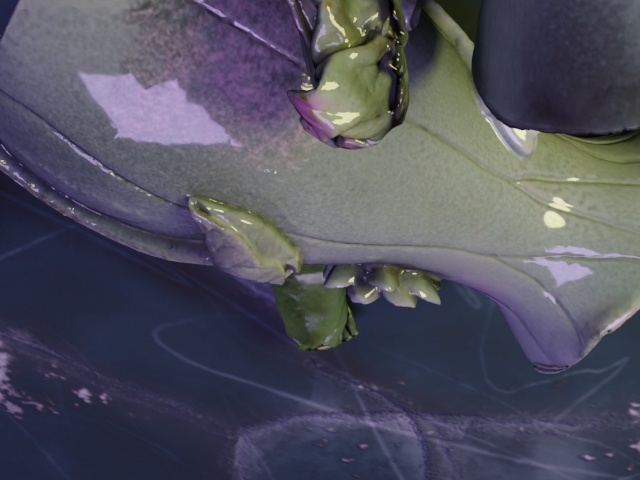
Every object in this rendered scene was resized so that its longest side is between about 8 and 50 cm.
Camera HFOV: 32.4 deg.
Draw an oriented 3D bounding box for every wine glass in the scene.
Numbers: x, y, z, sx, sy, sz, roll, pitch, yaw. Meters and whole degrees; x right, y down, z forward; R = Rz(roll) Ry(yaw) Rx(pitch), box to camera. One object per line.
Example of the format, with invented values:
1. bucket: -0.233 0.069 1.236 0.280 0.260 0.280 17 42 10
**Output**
1. wine glass: 0.099 -0.272 0.470 0.267 0.267 0.406 -17 125 31

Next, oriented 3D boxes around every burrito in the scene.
1. burrito: 0.000 0.000 0.928 0.104 0.054 0.288 2 135 12
2. burrito: -0.011 -0.193 0.561 0.066 0.309 0.096 -12 166 3

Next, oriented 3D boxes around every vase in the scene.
1. vase: 0.017 -0.073 0.722 0.445 0.250 0.250 24 137 -15
